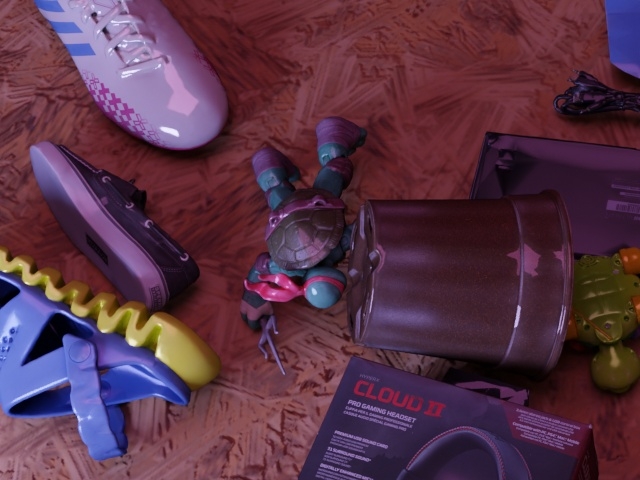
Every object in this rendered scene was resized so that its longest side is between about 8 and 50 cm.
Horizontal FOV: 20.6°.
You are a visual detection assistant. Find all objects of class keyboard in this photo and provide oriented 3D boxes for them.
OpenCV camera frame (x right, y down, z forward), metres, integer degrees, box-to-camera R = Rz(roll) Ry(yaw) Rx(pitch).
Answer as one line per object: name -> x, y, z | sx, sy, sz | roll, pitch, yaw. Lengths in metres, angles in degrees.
keyboard -> 0.301, -0.058, 1.625 | 0.317, 0.033, 0.201 | 9, 67, 16

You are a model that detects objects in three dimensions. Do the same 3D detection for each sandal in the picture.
sandal -> -0.255, 0.100, 1.599 | 0.317, 0.126, 0.138 | 19, 69, 24

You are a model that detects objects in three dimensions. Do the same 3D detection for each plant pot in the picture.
plant pot -> 0.112, 0.034, 1.501 | 0.165, 0.167, 0.167 | 4, 57, -8

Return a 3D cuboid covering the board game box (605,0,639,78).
board game box -> 0.344, -0.216, 1.713 | 0.133, 0.033, 0.168 | -3, 63, 5

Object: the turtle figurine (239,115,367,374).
turtle figurine -> 0.000, 0.000, 1.610 | 0.175, 0.118, 0.234 | -12, 51, 5

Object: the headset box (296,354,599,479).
headset box -> 0.087, 0.241, 1.437 | 0.218, 0.110, 0.293 | 16, 63, 21

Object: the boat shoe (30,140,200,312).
boat shoe -> -0.196, -0.025, 1.690 | 0.076, 0.080, 0.228 | -27, 52, -26

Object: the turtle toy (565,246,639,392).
turtle toy -> 0.246, 0.069, 1.535 | 0.095, 0.066, 0.130 | -12, 57, 4

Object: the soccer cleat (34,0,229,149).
soccer cleat -> -0.214, -0.221, 1.772 | 0.116, 0.143, 0.331 | -36, 58, -10
